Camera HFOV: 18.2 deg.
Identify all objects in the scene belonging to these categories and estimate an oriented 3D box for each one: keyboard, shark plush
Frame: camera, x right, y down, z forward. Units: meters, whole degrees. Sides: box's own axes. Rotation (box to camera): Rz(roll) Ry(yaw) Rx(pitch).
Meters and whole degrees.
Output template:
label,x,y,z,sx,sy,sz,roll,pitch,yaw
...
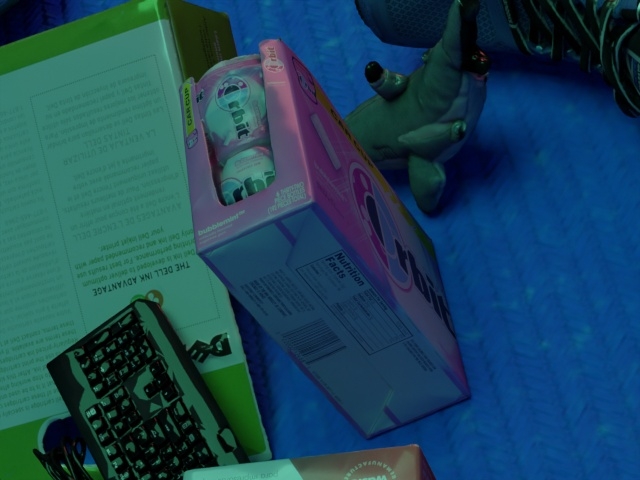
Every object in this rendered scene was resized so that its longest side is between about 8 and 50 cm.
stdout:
label,x,y,z,sx,sy,sz,roll,pitch,yaw
keyboard,-0.086,0.124,0.997,0.100,0.038,0.192,-39,61,10
shark plush,0.049,-0.071,1.034,0.067,0.161,0.073,19,71,-6

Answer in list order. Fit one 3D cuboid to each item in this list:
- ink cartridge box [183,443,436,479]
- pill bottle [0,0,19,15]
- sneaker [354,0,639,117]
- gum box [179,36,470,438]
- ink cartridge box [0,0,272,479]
label,x,y,z,sx,sy,sz,roll,pitch,yaw
ink cartridge box,-0.002,0.197,0.883,0.115,0.067,0.198,-9,57,12
pill bottle,-0.373,-0.149,1.305,0.361,0.204,0.204,-38,45,1
sneaker,0.159,-0.129,1.013,0.330,0.130,0.147,-1,51,31
gum box,0.000,0.000,0.969,0.062,0.188,0.107,-24,48,14
ink cartridge box,-0.122,0.015,1.112,0.188,0.097,0.255,-16,83,20
